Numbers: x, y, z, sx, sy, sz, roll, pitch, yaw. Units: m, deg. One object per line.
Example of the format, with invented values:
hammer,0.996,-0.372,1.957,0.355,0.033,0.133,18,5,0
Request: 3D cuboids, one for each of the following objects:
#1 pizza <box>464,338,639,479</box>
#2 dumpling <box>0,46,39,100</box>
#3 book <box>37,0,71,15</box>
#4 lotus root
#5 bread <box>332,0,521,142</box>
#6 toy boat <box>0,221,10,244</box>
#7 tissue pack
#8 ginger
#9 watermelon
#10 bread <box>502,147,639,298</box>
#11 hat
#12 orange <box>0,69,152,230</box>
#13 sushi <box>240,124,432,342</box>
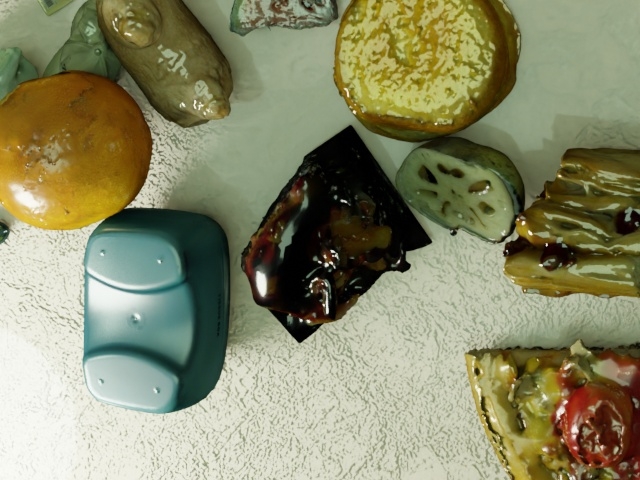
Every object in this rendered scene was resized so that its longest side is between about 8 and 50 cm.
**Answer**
pizza,0.453,0.256,1.878,0.406,0.130,0.440,-37,94,17
dumpling,-0.492,-0.190,1.938,0.149,0.105,0.216,16,108,-1
book,-0.374,-0.389,1.925,0.111,0.014,0.077,-29,98,14
lotus root,0.207,-0.084,1.841,0.183,0.203,0.078,33,63,0
bread,0.140,-0.259,1.807,0.268,0.146,0.268,1,98,8
toy boat,-0.540,-0.001,2.016,0.141,0.060,0.055,-11,76,6
tissue pack,-0.232,0.095,1.918,0.198,0.206,0.287,5,101,17
ginger,-0.221,-0.273,1.830,0.130,0.221,0.275,-38,85,-1
watermelon,-0.039,-0.345,1.859,0.139,0.071,0.187,39,97,-8
bread,0.432,-0.028,1.735,0.370,0.314,0.191,0,93,14
hat,-0.350,-0.263,1.922,0.166,0.081,0.122,-38,92,24
orange,-0.353,-0.126,1.833,0.240,0.240,0.240,2,102,9
sushi,-0.001,0.000,1.849,0.227,0.212,0.215,-34,95,16
